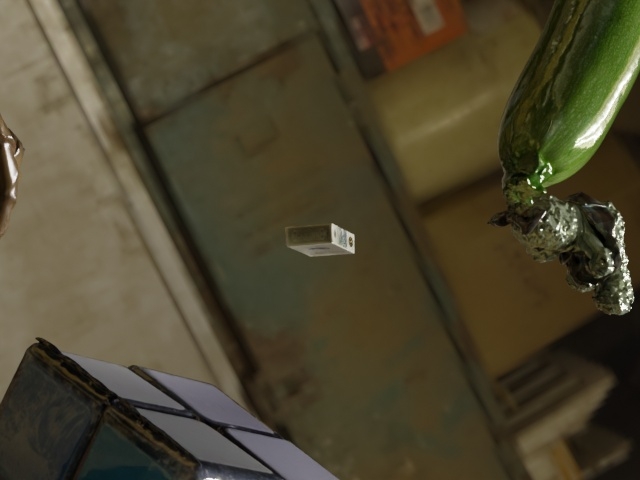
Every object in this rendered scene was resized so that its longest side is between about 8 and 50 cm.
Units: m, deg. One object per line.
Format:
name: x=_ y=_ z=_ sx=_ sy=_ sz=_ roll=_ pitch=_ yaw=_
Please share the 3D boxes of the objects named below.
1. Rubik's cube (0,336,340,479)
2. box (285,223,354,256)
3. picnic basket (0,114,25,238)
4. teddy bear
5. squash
Rubik's cube: x=-0.192 y=0.329 z=1.928 sx=0.316 sy=0.318 sz=0.313 roll=32 pitch=8 yaw=39
box: x=0.000 y=0.000 z=1.899 sx=0.083 sy=0.054 sz=0.024 roll=24 pitch=65 yaw=-70
picnic basket: x=-0.425 y=-0.026 z=1.525 sx=0.293 sy=0.337 sz=0.337 roll=48 pitch=-4 yaw=-22
teddy bear: x=0.296 y=-0.007 z=2.027 sx=0.213 sy=0.111 sz=0.133 roll=36 pitch=0 yaw=-38
squash: x=0.258 y=-0.180 z=1.711 sx=0.107 sy=0.395 sz=0.107 roll=17 pitch=-37 yaw=14
